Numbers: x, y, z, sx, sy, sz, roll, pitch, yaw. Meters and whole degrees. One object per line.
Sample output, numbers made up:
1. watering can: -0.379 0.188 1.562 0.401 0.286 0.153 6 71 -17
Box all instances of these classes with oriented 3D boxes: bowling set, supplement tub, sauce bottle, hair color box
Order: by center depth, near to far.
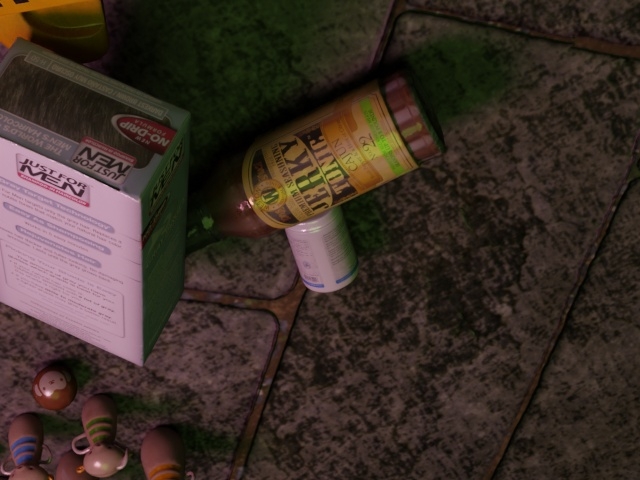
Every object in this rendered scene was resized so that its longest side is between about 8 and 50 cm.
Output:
1. hair color box: -0.238 -0.027 1.667 0.185 0.114 0.374 24 153 7
2. sauce bottle: -0.034 -0.070 1.812 0.344 0.111 0.111 -27 126 11
3. supplement tub: 0.000 0.000 1.895 0.071 0.071 0.107 -16 127 1
4. bowling set: -0.310 0.267 1.974 0.287 0.154 0.200 -19 127 3

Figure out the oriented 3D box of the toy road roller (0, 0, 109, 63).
1. toy road roller: -0.318 -0.279 1.558 0.329 0.203 0.241 -11 138 -4
